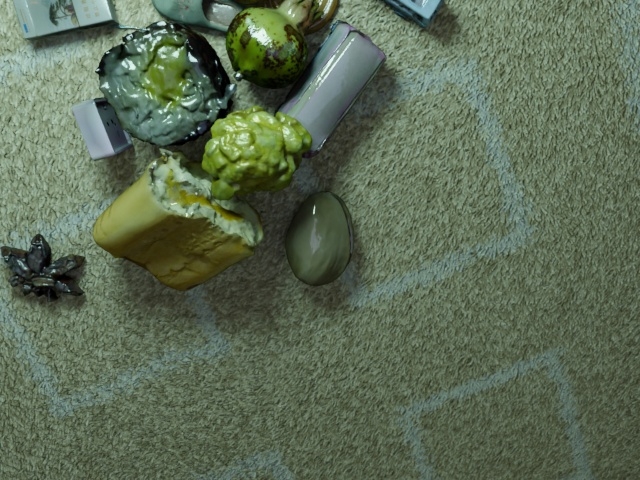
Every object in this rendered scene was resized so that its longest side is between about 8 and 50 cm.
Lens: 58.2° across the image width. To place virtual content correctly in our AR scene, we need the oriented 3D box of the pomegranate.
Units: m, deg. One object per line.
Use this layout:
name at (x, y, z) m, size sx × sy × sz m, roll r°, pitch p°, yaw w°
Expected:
pomegranate at (-0.117, -0.523, 1.476) m, size 0.222 × 0.204 × 0.276 m, roll 43°, pitch 118°, yaw -6°

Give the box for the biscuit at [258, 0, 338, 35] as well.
biscuit at (-0.062, -0.631, 1.559) m, size 0.225 × 0.033 × 0.144 m, roll -1°, pitch 106°, yaw -5°

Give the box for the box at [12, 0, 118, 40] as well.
box at (-0.661, -0.613, 1.480) m, size 0.233 × 0.067 × 0.149 m, roll -13°, pitch 101°, yaw -1°

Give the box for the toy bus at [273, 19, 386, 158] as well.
toy bus at (0.009, -0.399, 1.567) m, size 0.171 × 0.162 × 0.386 m, roll 34°, pitch 101°, yaw -15°

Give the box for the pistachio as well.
pistachio at (0.000, 0.000, 1.674) m, size 0.198 × 0.166 × 0.287 m, roll 14°, pitch 105°, yaw 6°

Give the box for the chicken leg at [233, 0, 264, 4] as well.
chicken leg at (-0.206, -0.706, 1.488) m, size 0.322 × 0.083 × 0.177 m, roll 44°, pitch 81°, yaw -2°

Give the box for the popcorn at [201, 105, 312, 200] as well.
popcorn at (-0.166, -0.212, 1.425) m, size 0.235 × 0.250 × 0.241 m, roll 40°, pitch 124°, yaw 2°

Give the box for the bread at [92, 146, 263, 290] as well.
bread at (-0.396, -0.052, 1.541) m, size 0.394 × 0.250 × 0.361 m, roll -29°, pitch 133°, yaw 32°

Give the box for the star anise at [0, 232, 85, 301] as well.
star anise at (-0.795, 0.087, 1.660) m, size 0.220 × 0.099 × 0.214 m, roll -6°, pitch 116°, yaw -4°

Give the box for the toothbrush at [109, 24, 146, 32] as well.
toothbrush at (-0.538, -0.570, 1.539) m, size 0.167 × 0.011 × 0.014 m, roll 6°, pitch 111°, yaw -8°

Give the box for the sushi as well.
sushi at (-0.377, -0.390, 1.460) m, size 0.281 × 0.294 × 0.299 m, roll -37°, pitch 107°, yaw 6°

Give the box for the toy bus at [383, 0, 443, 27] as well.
toy bus at (0.176, -0.686, 1.513) m, size 0.330 × 0.136 × 0.109 m, roll 28°, pitch 104°, yaw -11°

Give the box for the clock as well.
clock at (-0.571, -0.300, 1.517) m, size 0.063 × 0.197 × 0.150 m, roll -16°, pitch 107°, yaw 1°

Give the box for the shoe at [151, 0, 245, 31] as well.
shoe at (-0.318, -0.614, 1.504) m, size 0.251 × 0.100 × 0.103 m, roll 9°, pitch 105°, yaw -12°
